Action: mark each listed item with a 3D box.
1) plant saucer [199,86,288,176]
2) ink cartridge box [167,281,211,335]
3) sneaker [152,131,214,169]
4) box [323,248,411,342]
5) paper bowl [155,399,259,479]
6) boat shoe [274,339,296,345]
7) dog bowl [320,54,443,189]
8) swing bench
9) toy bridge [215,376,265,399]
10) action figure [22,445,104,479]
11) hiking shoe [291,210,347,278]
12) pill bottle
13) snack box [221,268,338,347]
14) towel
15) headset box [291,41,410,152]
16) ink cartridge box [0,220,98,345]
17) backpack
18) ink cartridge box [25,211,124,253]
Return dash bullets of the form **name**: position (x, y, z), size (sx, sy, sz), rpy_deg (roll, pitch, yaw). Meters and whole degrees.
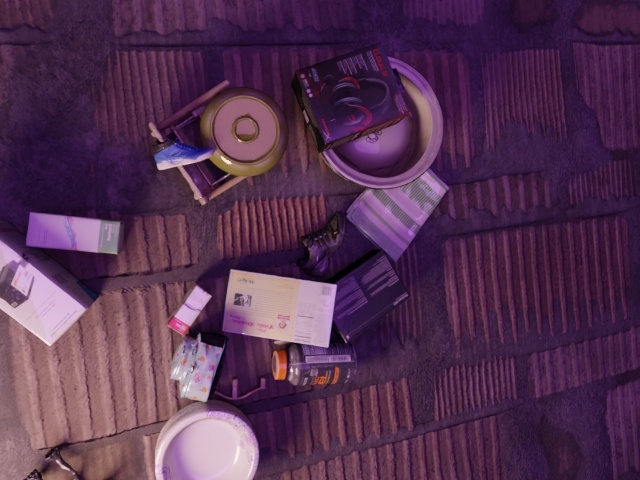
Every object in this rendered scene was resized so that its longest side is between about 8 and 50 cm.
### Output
- **plant saucer**: position (-0.201, -0.293, 1.312), size (0.241, 0.037, 0.241), rpy_deg (-1, 94, -14)
- **ink cartridge box**: position (-0.377, 0.194, 1.408), size (0.056, 0.099, 0.135), rpy_deg (37, 81, -15)
- **sneaker**: position (-0.357, -0.240, 1.262), size (0.152, 0.058, 0.084), rpy_deg (-12, 109, 4)
- **box**: position (0.128, 0.172, 1.568), size (0.261, 0.103, 0.184), rpy_deg (-32, 97, -14)
- **paper bowl**: position (-0.326, 0.603, 1.409), size (0.284, 0.148, 0.284), rpy_deg (-1, 92, -18)
- **boat shoe**: position (-0.081, 0.303, 1.537), size (0.133, 0.049, 0.042), rpy_deg (-5, 65, -11)
- **dog bowl**: position (0.163, -0.350, 1.521), size (0.408, 0.150, 0.408), rpy_deg (0, 88, -12)
- **swing bench**: position (-0.304, -0.271, 1.393), size (0.254, 0.165, 0.253), rpy_deg (-33, 101, -9)
- **toy bridge**: position (-0.262, 0.450, 1.489), size (0.188, 0.026, 0.063), rpy_deg (2, 92, -17)
- **action figure**: position (-0.652, 0.691, 1.313), size (0.276, 0.141, 0.164), rpy_deg (47, 66, -12)
- **hiking shoe**: position (0.000, 0.000, 1.531), size (0.114, 0.086, 0.227), rpy_deg (28, 84, -20)
- **pill bottle**: position (-0.023, 0.379, 1.511), size (0.245, 0.130, 0.130), rpy_deg (2, 91, -17)
- **snack box**: position (-0.120, 0.198, 1.455), size (0.322, 0.060, 0.187), rpy_deg (8, 88, 4)
- **towel**: position (0.261, -0.128, 1.638), size (0.248, 0.038, 0.325), rpy_deg (40, 79, -15)
- **headset box**: position (0.095, -0.404, 1.378), size (0.293, 0.110, 0.218), rpy_deg (-22, 91, -11)
- **ink cartridge box**: position (-0.733, 0.100, 1.227), size (0.307, 0.223, 0.129), rpy_deg (44, 79, -14)
- **backpack**: position (-0.346, 0.354, 1.382), size (0.144, 0.166, 0.188), rpy_deg (11, 80, -17)
- **ink cartridge box**: position (-0.637, -0.019, 1.292), size (0.212, 0.154, 0.093), rpy_deg (4, 90, -17)
